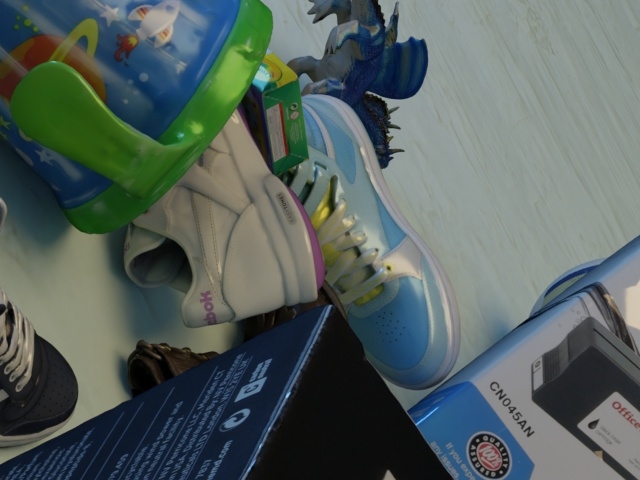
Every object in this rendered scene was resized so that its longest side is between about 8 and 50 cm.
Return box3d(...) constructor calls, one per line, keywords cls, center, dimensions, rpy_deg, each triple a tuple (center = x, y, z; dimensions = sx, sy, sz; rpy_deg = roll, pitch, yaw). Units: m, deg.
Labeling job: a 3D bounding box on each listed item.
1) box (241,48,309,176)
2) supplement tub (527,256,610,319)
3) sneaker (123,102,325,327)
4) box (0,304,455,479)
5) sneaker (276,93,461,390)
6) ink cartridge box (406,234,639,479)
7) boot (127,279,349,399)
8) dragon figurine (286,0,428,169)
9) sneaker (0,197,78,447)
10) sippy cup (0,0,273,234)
box3d(cls="box", center=(-0.079, -0.149, 1.685), dimensions=(0.179, 0.043, 0.105), rpy_deg=(48, -22, 38))
box3d(cls="supplement tub", center=(0.310, 0.181, 2.029), dimensions=(0.228, 0.228, 0.316), rpy_deg=(55, 28, -15))
box3d(cls="sneaker", center=(-0.117, -0.048, 1.609), dimensions=(0.114, 0.152, 0.305), rpy_deg=(81, -18, -47))
box3d(cls="box", center=(-0.091, 0.270, 1.067), dimensions=(0.293, 0.395, 0.212), rpy_deg=(55, 28, -16))
box3d(cls="sneaker", center=(0.000, 0.000, 1.771), dimensions=(0.208, 0.127, 0.319), rpy_deg=(6, 51, -61))
box3d(cls="ink cartridge box", center=(0.274, 0.192, 1.747), dimensions=(0.395, 0.166, 0.285), rpy_deg=(-36, 88, -19))
box3d(cls="boot", center=(-0.070, 0.108, 1.595), dimensions=(0.229, 0.091, 0.263), rpy_deg=(13, 48, -47))
box3d(cls="dragon figurine", center=(0.055, -0.194, 1.953), dimensions=(0.144, 0.289, 0.085), rpy_deg=(2, 38, -28))
box3d(cls="sneaker", center=(-0.229, 0.054, 1.284), dimensions=(0.282, 0.153, 0.099), rpy_deg=(30, 42, -47))
box3d(cls="sippy cup", center=(-0.194, -0.161, 1.486), dimensions=(0.224, 0.305, 0.240), rpy_deg=(39, 71, -20))
